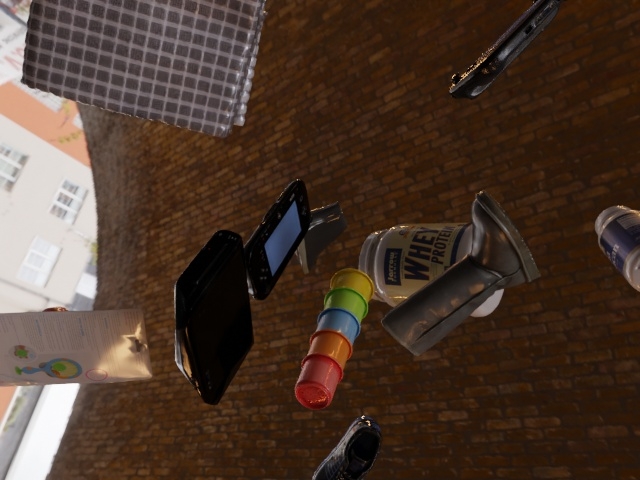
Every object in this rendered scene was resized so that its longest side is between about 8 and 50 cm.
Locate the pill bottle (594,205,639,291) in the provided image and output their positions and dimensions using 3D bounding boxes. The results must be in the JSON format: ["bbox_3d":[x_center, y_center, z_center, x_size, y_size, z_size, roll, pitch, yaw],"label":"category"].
[{"bbox_3d":[0.522,0.007,0.871,0.094,0.094,0.169,-32,-160,19],"label":"pill bottle"}]

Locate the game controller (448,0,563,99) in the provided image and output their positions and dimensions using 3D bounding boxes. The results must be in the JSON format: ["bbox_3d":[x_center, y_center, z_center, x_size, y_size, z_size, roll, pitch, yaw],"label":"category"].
[{"bbox_3d":[0.373,-0.395,1.001,0.067,0.166,0.319,43,-103,3],"label":"game controller"}]

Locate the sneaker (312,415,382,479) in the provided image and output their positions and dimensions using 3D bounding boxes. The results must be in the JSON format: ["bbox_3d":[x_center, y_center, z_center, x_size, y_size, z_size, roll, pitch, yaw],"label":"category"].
[{"bbox_3d":[0.048,0.467,1.067,0.232,0.081,0.090,-59,-178,-8],"label":"sneaker"}]

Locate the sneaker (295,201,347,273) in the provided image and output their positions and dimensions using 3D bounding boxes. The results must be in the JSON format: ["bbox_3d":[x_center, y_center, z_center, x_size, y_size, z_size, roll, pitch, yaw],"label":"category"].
[{"bbox_3d":[0.000,0.000,1.138,0.118,0.222,0.083,-22,-111,-8],"label":"sneaker"}]

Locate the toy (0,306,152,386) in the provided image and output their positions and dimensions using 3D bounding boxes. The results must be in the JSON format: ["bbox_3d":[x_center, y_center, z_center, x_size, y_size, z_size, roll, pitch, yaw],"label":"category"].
[{"bbox_3d":[-0.346,0.127,0.683,0.237,0.136,0.056,-3,-141,-13],"label":"toy"}]

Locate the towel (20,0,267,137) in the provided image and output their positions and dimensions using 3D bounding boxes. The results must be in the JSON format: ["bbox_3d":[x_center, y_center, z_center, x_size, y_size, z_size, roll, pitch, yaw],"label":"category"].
[{"bbox_3d":[-0.216,-0.274,0.679,0.121,0.284,0.235,-116,-140,-69],"label":"towel"}]

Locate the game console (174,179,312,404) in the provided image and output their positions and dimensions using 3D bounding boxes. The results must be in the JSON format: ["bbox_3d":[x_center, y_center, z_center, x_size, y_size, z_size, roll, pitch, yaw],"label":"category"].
[{"bbox_3d":[-0.091,0.035,0.737,0.044,0.213,0.361,15,-134,14],"label":"game console"}]

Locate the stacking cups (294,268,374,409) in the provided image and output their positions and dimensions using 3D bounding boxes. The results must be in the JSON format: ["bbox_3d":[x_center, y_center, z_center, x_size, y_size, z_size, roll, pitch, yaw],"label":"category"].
[{"bbox_3d":[0.033,0.172,0.979,0.096,0.096,0.316,-25,-160,25],"label":"stacking cups"}]

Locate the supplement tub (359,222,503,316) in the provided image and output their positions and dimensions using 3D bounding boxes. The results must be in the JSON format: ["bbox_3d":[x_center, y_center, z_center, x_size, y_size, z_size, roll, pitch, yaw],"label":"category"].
[{"bbox_3d":[0.288,0.070,1.376,0.325,0.235,0.235,0,-116,40],"label":"supplement tub"}]

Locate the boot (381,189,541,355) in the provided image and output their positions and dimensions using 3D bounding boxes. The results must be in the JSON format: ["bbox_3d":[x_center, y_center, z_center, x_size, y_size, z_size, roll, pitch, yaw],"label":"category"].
[{"bbox_3d":[0.167,0.051,0.688,0.209,0.189,0.076,-30,-144,15],"label":"boot"}]
